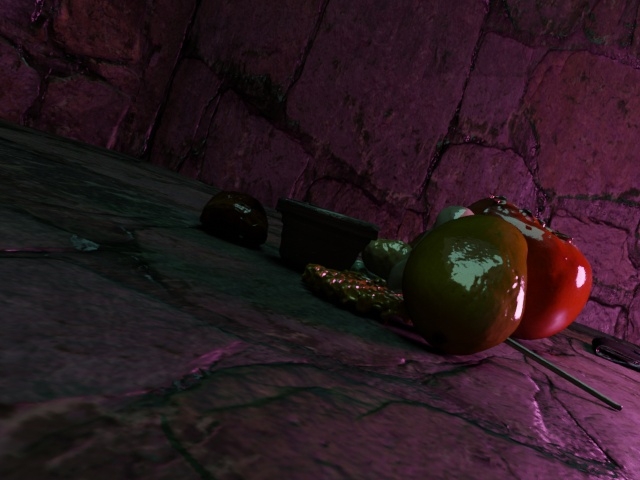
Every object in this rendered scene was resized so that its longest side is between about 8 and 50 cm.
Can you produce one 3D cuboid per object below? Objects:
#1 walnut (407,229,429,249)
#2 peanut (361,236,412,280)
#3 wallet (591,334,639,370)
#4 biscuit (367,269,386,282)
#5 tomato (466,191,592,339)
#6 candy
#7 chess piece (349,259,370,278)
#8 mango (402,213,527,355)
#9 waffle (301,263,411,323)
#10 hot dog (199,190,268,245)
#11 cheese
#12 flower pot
[{"bbox_3d":[0.364,0.067,2.090,0.298,0.203,0.203,27,2,-16],"label":"walnut"},{"bbox_3d":[0.200,0.071,1.739,0.229,0.103,0.098,34,27,-2],"label":"peanut"},{"bbox_3d":[0.875,0.328,2.150,0.172,0.045,0.318,20,5,19],"label":"wallet"},{"bbox_3d":[0.240,0.114,1.883,0.250,0.046,0.147,16,6,-46],"label":"biscuit"},{"bbox_3d":[0.433,0.070,1.689,0.341,0.273,0.341,31,9,-5],"label":"tomato"},{"bbox_3d":[0.346,0.188,1.245,0.335,0.093,0.092,30,42,24],"label":"candy"},{"bbox_3d":[0.095,0.076,1.754,0.042,0.042,0.093,19,9,-12],"label":"chess piece"},{"bbox_3d":[0.236,0.057,1.211,0.195,0.142,0.332,19,36,5],"label":"mango"},{"bbox_3d":[0.082,0.095,1.297,0.228,0.051,0.231,19,5,-15],"label":"waffle"},{"bbox_3d":[-0.187,-0.054,1.668,0.160,0.099,0.227,20,5,-4],"label":"hot dog"},{"bbox_3d":[0.250,0.099,1.498,0.173,0.251,0.248,32,34,-26],"label":"cheese"},{"bbox_3d":[0.000,0.000,1.559,0.235,0.141,0.235,20,2,-1],"label":"flower pot"}]
